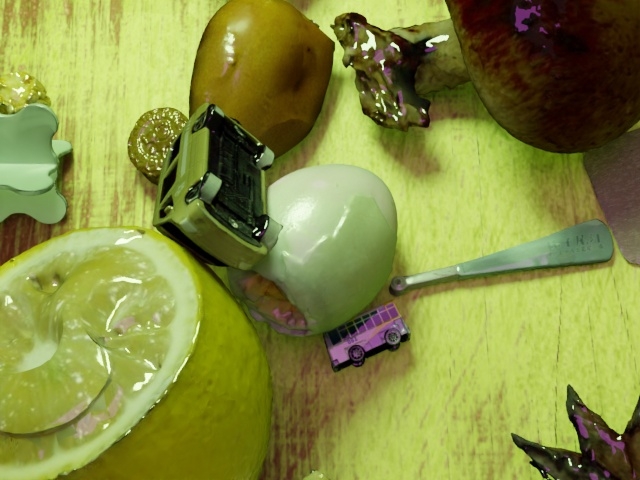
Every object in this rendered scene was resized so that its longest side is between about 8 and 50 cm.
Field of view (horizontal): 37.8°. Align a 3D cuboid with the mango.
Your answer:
[{"bbox_3d":[-0.094,-0.200,1.184,0.136,0.166,0.236,7,81,37],"label":"mango"}]

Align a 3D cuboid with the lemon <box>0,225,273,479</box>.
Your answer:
[{"bbox_3d":[-0.210,0.188,0.984,0.364,0.364,0.364,-2,72,5],"label":"lemon"}]

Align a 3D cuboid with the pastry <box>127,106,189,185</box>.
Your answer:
[{"bbox_3d":[-0.198,-0.120,1.223,0.097,0.057,0.109,-38,70,-2],"label":"pastry"}]

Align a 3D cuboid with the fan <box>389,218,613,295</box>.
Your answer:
[{"bbox_3d":[0.221,0.024,1.155,0.282,0.023,0.057,-11,73,0],"label":"fan"}]

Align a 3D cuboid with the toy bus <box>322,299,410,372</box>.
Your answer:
[{"bbox_3d":[0.053,0.115,1.123,0.102,0.052,0.058,-23,72,-3],"label":"toy bus"}]

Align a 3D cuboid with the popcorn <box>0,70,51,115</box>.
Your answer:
[{"bbox_3d":[-0.407,-0.188,1.262,0.082,0.057,0.083,-9,68,-4],"label":"popcorn"}]

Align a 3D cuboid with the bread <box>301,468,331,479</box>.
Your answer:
[{"bbox_3d":[-0.047,0.394,0.989,0.262,0.162,0.204,-40,84,7],"label":"bread"}]

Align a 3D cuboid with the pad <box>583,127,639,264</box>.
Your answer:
[{"bbox_3d":[0.479,-0.079,1.171,0.266,0.002,0.176,-17,70,0],"label":"pad"}]

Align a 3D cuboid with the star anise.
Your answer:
[{"bbox_3d":[0.324,0.268,0.981,0.272,0.102,0.272,3,100,19],"label":"star anise"}]

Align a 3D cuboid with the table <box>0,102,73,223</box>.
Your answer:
[{"bbox_3d":[-0.426,-0.096,1.189,0.198,0.166,0.167,0,72,-3],"label":"table"}]

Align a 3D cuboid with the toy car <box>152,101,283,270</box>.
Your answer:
[{"bbox_3d":[-0.121,-0.046,1.022,0.101,0.257,0.124,36,114,-24],"label":"toy car"}]

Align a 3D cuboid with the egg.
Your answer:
[{"bbox_3d":[0.000,0.000,1.101,0.183,0.183,0.217,30,59,14],"label":"egg"}]

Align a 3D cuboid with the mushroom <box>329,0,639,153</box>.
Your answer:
[{"bbox_3d":[0.253,-0.247,1.155,0.334,0.356,0.331,-14,63,-39],"label":"mushroom"}]
